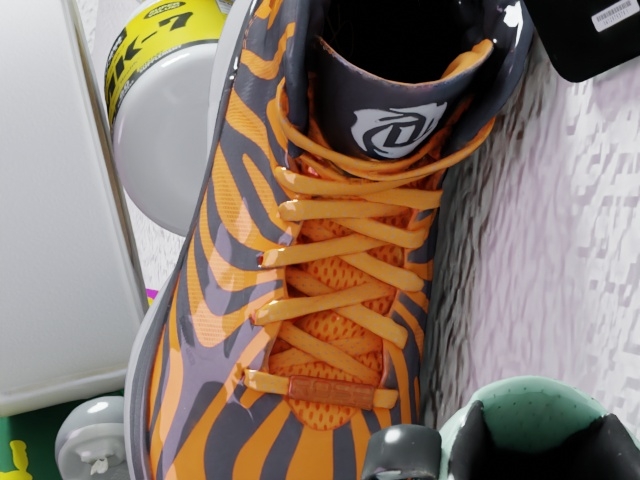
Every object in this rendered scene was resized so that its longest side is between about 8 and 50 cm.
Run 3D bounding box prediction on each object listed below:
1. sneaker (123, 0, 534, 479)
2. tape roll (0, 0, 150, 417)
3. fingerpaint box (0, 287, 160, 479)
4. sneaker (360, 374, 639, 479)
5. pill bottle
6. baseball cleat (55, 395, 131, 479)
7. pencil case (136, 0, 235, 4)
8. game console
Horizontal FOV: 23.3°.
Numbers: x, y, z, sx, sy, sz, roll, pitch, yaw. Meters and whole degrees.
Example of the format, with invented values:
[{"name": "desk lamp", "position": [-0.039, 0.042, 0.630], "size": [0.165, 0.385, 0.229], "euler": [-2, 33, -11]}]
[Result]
[{"name": "sneaker", "position": [0.000, 0.000, 0.591], "size": [0.180, 0.125, 0.321], "euler": [132, 142, -70]}, {"name": "tape roll", "position": [-0.172, -0.043, 0.908], "size": [0.286, 0.100, 0.286], "euler": [167, 90, -85]}, {"name": "fingerpaint box", "position": [-0.203, 0.290, 1.070], "size": [0.371, 0.163, 0.445], "euler": [-74, -5, -71]}, {"name": "sneaker", "position": [0.048, 0.149, 0.362], "size": [0.256, 0.094, 0.151], "euler": [-95, 11, -49]}, {"name": "pill bottle", "position": [-0.076, -0.089, 0.978], "size": [0.208, 0.119, 0.119], "euler": [-116, 34, -67]}, {"name": "baseball cleat", "position": [-0.063, 0.095, 0.745], "size": [0.206, 0.072, 0.109], "euler": [50, -151, -55]}, {"name": "pencil case", "position": [-0.076, -0.231, 1.040], "size": [0.113, 0.124, 0.273], "euler": [56, 168, -3]}, {"name": "game console", "position": [0.101, -0.116, 0.460], "size": [0.107, 0.071, 0.122], "euler": [66, 166, -1]}]
